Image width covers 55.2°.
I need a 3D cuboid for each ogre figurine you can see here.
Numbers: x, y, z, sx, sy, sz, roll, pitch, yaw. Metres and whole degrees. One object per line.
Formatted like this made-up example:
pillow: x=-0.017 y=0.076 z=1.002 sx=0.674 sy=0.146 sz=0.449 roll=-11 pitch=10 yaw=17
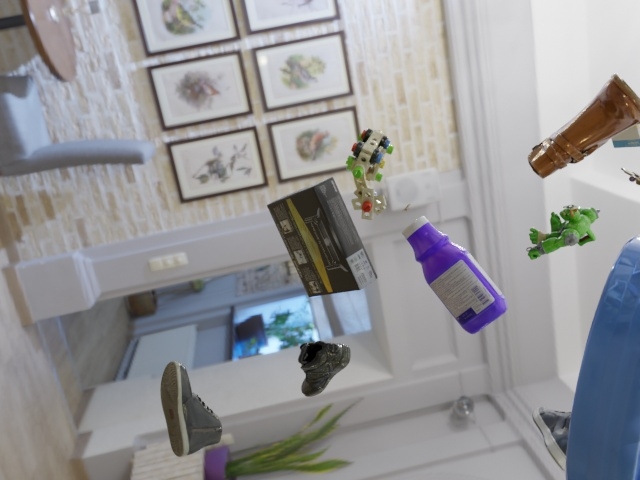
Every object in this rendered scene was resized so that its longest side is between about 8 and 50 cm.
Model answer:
ogre figurine: x=0.581 y=-0.028 z=1.446 sx=0.118 sy=0.197 sz=0.097 roll=-17 pitch=-90 yaw=57

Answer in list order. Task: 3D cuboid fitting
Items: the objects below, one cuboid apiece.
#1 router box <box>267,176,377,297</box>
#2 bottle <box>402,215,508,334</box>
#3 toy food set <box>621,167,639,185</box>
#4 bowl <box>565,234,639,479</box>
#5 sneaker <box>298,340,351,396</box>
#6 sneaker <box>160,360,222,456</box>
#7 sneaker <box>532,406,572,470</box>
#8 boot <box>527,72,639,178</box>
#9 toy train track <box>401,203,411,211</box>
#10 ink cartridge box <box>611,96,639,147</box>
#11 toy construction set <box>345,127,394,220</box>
router box: x=0.000 y=0.000 z=1.726 sx=0.243 sy=0.081 sz=0.309 roll=-14 pitch=-78 yaw=53
bottle: x=0.298 y=0.073 z=1.393 sx=0.283 sy=0.118 sz=0.092 roll=52 pitch=25 yaw=11
toy food set: x=0.971 y=-0.186 z=1.869 sx=0.122 sy=0.078 sz=0.019 roll=-75 pitch=-177 yaw=-66
bowl: x=0.407 y=0.177 z=0.787 sx=0.077 sy=0.391 sz=0.391 roll=12 pitch=-54 yaw=35
sneaker: x=-0.023 y=0.346 z=1.675 sx=0.227 sy=0.130 sz=0.087 roll=-54 pitch=-155 yaw=41
sneaker: x=-0.313 y=0.398 z=1.484 sx=0.083 sy=0.118 sz=0.222 roll=-14 pitch=-98 yaw=44
sneaker: x=0.540 y=0.377 z=1.281 sx=0.086 sy=0.163 sz=0.226 roll=49 pitch=10 yaw=0
boot: x=0.525 y=-0.222 z=1.247 sx=0.109 sy=0.220 sz=0.283 roll=58 pitch=14 yaw=6
toy train track: x=0.336 y=-0.125 z=2.356 sx=0.014 sy=0.048 sz=0.083 roll=51 pitch=-7 yaw=8
ink cartridge box: x=0.951 y=-0.372 z=1.889 sx=0.090 sy=0.092 sz=0.143 roll=8 pitch=-45 yaw=51
toy construction set: x=0.142 y=-0.219 z=1.884 sx=0.328 sy=0.151 sz=0.215 roll=-82 pitch=-170 yaw=-52
